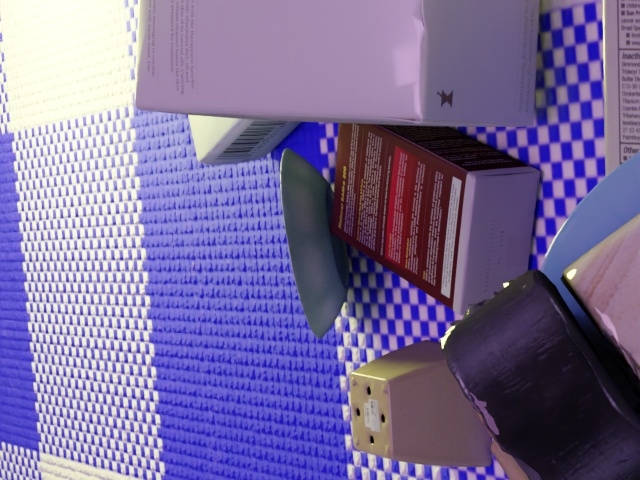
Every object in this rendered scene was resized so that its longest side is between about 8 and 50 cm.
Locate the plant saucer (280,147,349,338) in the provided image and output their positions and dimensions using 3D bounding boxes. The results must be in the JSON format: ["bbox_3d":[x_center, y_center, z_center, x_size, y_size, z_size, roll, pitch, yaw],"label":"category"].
[{"bbox_3d":[0.000,0.000,1.751,0.195,0.037,0.195,-10,-90,-82],"label":"plant saucer"}]

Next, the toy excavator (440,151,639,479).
[{"bbox_3d":[0.286,0.140,0.886,0.433,0.222,0.445,54,-172,7],"label":"toy excavator"}]

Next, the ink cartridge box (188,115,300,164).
[{"bbox_3d":[-0.078,-0.313,1.850,0.308,0.091,0.385,-39,62,57],"label":"ink cartridge box"}]

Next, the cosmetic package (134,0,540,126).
[{"bbox_3d":[0.007,-0.200,1.538,0.365,0.155,0.197,8,96,44],"label":"cosmetic package"}]

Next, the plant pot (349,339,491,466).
[{"bbox_3d":[0.086,0.155,1.623,0.109,0.096,0.109,5,100,62],"label":"plant pot"}]

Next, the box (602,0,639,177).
[{"bbox_3d":[0.246,-0.142,0.954,0.148,0.127,0.232,8,104,45],"label":"box"}]

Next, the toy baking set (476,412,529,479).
[{"bbox_3d":[0.208,0.157,1.466,0.256,0.030,0.197,61,144,36],"label":"toy baking set"}]

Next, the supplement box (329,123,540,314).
[{"bbox_3d":[0.098,-0.034,1.592,0.239,0.073,0.130,34,124,54],"label":"supplement box"}]
